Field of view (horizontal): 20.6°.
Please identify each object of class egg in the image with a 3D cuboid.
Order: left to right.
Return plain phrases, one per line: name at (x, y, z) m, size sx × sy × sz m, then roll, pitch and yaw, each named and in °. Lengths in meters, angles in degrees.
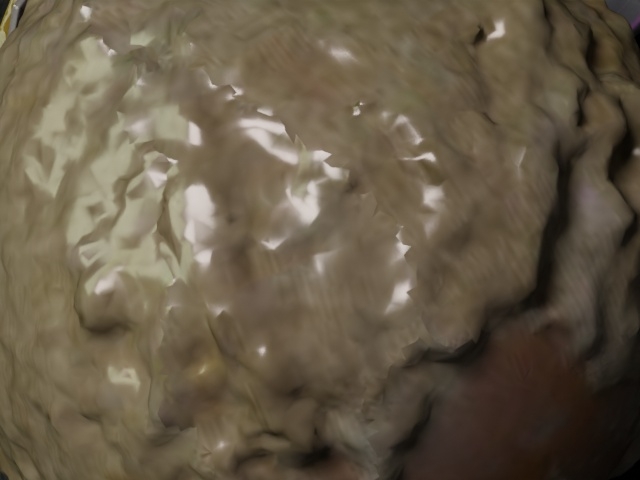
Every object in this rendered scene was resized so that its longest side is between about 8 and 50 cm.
egg at (0.000, 0.000, 0.611) m, size 0.279 × 0.279 × 0.310 m, roll -63°, pitch 7°, yaw 14°

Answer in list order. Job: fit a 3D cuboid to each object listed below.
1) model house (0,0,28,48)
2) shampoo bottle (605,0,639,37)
model house at (-0.097, -0.061, 0.779) m, size 0.219 × 0.207 × 0.136 m, roll -64°, pitch -19°, yaw -2°
shampoo bottle at (0.089, -0.086, 0.764) m, size 0.227 × 0.056 × 0.086 m, roll -48°, pitch 26°, yaw 43°
